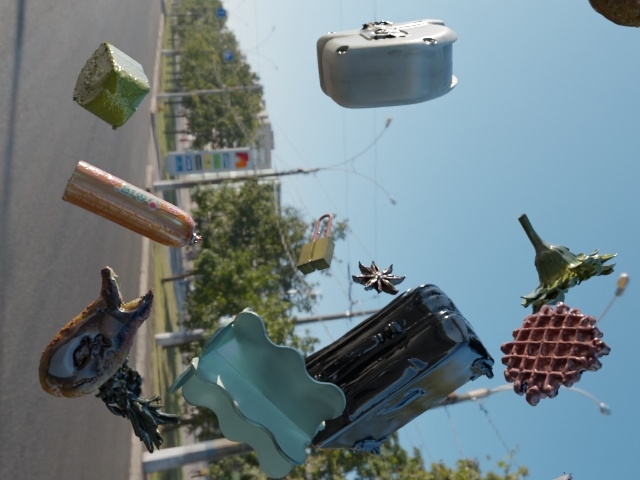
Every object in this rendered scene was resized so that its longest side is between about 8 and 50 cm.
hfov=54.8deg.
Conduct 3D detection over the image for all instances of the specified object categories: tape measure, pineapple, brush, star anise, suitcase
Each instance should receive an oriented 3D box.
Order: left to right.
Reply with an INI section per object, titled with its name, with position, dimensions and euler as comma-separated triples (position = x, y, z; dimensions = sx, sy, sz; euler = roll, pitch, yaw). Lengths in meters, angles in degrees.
[pineapple]
position = -0.498, 0.365, 1.543
dimensions = 0.364, 0.165, 0.165
euler = 56, -11, -3
[brush]
position = 0.000, 0.000, 1.945
dimensions = 0.047, 0.103, 0.233
euler = 50, 36, -32
[star anise]
position = 0.144, 0.097, 1.557
dimensions = 0.141, 0.141, 0.042
euler = -109, -155, -52
[suitcase]
position = 0.129, 0.246, 1.145
dimensions = 0.188, 0.345, 0.339
euler = 59, 11, 26
[tape measure]
position = 0.129, -0.332, 1.136
dimensions = 0.265, 0.258, 0.130
euler = -110, -166, -64

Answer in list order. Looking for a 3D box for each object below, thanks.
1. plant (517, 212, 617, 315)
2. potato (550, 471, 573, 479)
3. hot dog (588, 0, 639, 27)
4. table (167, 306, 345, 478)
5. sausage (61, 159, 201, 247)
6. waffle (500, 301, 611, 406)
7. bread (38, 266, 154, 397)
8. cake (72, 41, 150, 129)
[plant]
position = 0.665, 0.095, 1.789
dimensions = 0.261, 0.297, 0.306
euler = -68, 165, 15
[potato]
position = 0.384, 0.541, 1.186
dimensions = 0.098, 0.243, 0.138
euler = 68, 19, 10
[hot dog]
position = 0.745, -0.630, 1.496
dimensions = 0.272, 0.122, 0.196
euler = 61, -8, 27
[table]
position = -0.080, 0.214, 0.853
dimensions = 0.198, 0.166, 0.166
euler = 40, -21, 6
[sausage]
position = -0.302, -0.049, 1.022
dimensions = 0.071, 0.234, 0.071
euler = -45, -151, 35
[waffle]
position = 0.470, 0.223, 1.272
dimensions = 0.055, 0.221, 0.234
euler = 45, 17, -19
[bread]
position = -0.441, 0.192, 1.224
dimensions = 0.269, 0.139, 0.095
euler = -59, -169, -21
[cake]
position = -0.598, -0.435, 1.764
dimensions = 0.179, 0.156, 0.260
euler = -49, -140, 16
